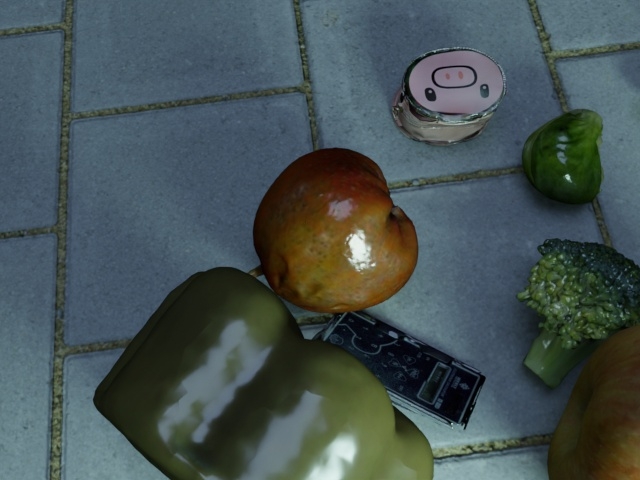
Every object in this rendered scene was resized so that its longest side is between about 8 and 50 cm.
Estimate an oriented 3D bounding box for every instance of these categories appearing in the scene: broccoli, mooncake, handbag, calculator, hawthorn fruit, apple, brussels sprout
[{"bbox_3d":[0.424,0.128,1.208,0.247,0.263,0.243,31,99,-15],"label":"broccoli"},{"bbox_3d":[-0.068,0.254,1.024,0.467,0.467,0.262,35,72,18],"label":"mooncake"},{"bbox_3d":[0.242,-0.275,1.440,0.205,0.116,0.179,-3,66,1],"label":"handbag"},{"bbox_3d":[0.125,0.202,1.222,0.274,0.028,0.166,26,30,13],"label":"calculator"},{"bbox_3d":[0.000,0.000,1.254,0.298,0.277,0.277,-29,66,0],"label":"hawthorn fruit"},{"bbox_3d":[0.496,0.302,1.008,0.346,0.391,0.391,20,67,17],"label":"apple"},{"bbox_3d":[0.442,-0.153,1.362,0.145,0.131,0.183,3,70,-1],"label":"brussels sprout"}]
